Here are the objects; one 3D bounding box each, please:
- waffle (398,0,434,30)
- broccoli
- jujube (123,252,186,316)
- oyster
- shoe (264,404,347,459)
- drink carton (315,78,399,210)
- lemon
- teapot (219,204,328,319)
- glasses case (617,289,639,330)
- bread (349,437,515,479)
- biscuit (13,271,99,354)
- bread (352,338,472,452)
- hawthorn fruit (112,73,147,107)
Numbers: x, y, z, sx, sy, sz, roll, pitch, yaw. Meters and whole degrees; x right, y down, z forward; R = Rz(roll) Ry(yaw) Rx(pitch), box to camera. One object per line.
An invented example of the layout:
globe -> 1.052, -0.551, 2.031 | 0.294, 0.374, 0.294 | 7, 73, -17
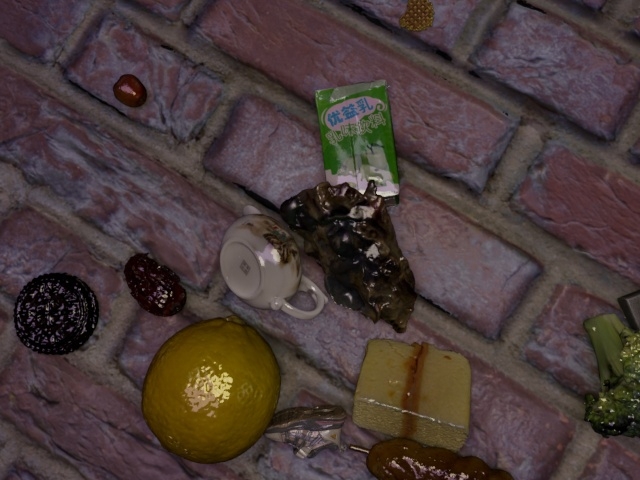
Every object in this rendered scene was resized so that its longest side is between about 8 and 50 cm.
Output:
waffle -> 0.222, -0.519, 1.328 | 0.078, 0.016, 0.085 | 12, 85, 3
broccoli -> 0.588, 0.253, 1.113 | 0.247, 0.263, 0.243 | -42, 47, 29
jujube -> -0.372, 0.103, 1.277 | 0.166, 0.104, 0.104 | 35, 88, 22
oyster -> 0.058, 0.050, 1.192 | 0.221, 0.096, 0.361 | -11, 110, 34
shoe -> -0.029, 0.402, 1.209 | 0.180, 0.089, 0.092 | -9, 94, 7
drink carton -> 0.085, -0.197, 1.255 | 0.161, 0.108, 0.271 | -8, 83, 5
lemon -> -0.212, 0.294, 1.146 | 0.293, 0.293, 0.293 | -1, 83, 6
teapot -> -0.113, 0.052, 1.223 | 0.298, 0.139, 0.204 | 54, 129, 13
glasses case -> 0.720, 0.111, 1.180 | 0.205, 0.047, 0.071 | -22, 85, 3
bread -> 0.221, 0.473, 1.163 | 0.344, 0.084, 0.124 | 15, 94, 7
biscuit -> -0.597, 0.164, 1.309 | 0.194, 0.053, 0.194 | -1, 82, 6
bread -> 0.198, 0.315, 1.220 | 0.240, 0.135, 0.178 | 13, 51, 8
hawthorn fruit -> -0.442, -0.348, 1.351 | 0.077, 0.077, 0.077 | -1, 83, 6
